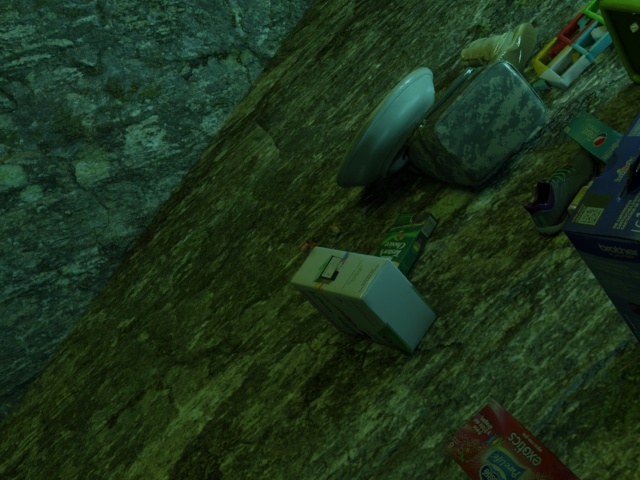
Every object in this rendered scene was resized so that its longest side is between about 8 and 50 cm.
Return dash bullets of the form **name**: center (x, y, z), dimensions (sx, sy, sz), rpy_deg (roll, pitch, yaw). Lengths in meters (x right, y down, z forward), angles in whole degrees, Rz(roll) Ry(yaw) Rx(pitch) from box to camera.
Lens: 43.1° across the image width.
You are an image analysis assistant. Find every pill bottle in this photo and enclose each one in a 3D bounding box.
- **pill bottle**: center (0.559, -0.085, 1.705), dimensions (0.083, 0.043, 0.043), rpy_deg (-52, 30, -14)

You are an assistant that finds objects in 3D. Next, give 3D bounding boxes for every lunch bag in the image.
- **lunch bag**: center (0.371, -0.289, 2.056), dimensions (0.305, 0.212, 0.256), rpy_deg (-47, 13, -8)

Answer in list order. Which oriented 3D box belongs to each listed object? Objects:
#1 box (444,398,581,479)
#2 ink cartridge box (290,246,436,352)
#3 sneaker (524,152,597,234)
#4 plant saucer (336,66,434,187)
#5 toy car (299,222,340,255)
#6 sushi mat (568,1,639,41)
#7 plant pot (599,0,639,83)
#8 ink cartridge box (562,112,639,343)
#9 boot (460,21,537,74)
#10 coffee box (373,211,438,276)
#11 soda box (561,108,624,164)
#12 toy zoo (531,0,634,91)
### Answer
- **box**: center (0.328, 0.387, 1.282), dimensions (0.122, 0.128, 0.257), rpy_deg (-44, 29, -1)
- **ink cartridge box**: center (0.092, 0.129, 1.835), dimensions (0.117, 0.201, 0.278), rpy_deg (-53, 30, -18)
- **sneaker**: center (0.520, -0.122, 1.745), dimensions (0.083, 0.098, 0.224), rpy_deg (3, 53, 53)
- **plant saucer**: center (0.205, -0.282, 2.216), dimensions (0.400, 0.100, 0.400), rpy_deg (-48, -11, -12)
- **toy car**: center (0.000, 0.000, 2.274), dimensions (0.122, 0.060, 0.041), rpy_deg (-42, 60, 16)
- **sushi mat**: center (0.755, -0.578, 2.100), dimensions (0.151, 0.019, 0.316), rpy_deg (-53, 24, -11)
- **plant pot**: center (0.787, -0.473, 1.763), dimensions (0.207, 0.227, 0.228), rpy_deg (-37, 29, -1)
- **ink cartridge box**: center (0.553, -0.022, 1.269), dimensions (0.270, 0.395, 0.151), rpy_deg (-52, 30, -16)
- **boot**: center (0.479, -0.506, 2.304), dimensions (0.203, 0.095, 0.262), rpy_deg (-3, 46, 48)
- **coffee box**: center (0.205, 0.010, 2.019), dimensions (0.113, 0.040, 0.184), rpy_deg (3, 53, 52)
- **soda box**: center (0.612, -0.212, 1.758), dimensions (0.067, 0.071, 0.210), rpy_deg (-52, 24, 16)
- **toy zoo**: center (0.662, -0.503, 2.095), dimensions (0.293, 0.030, 0.192), rpy_deg (-45, 26, 16)
